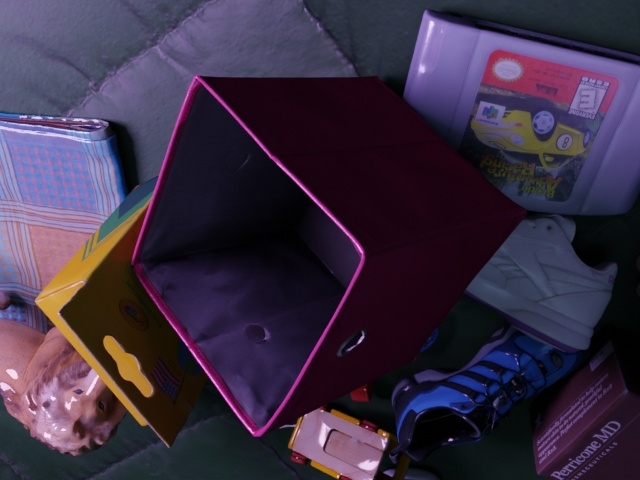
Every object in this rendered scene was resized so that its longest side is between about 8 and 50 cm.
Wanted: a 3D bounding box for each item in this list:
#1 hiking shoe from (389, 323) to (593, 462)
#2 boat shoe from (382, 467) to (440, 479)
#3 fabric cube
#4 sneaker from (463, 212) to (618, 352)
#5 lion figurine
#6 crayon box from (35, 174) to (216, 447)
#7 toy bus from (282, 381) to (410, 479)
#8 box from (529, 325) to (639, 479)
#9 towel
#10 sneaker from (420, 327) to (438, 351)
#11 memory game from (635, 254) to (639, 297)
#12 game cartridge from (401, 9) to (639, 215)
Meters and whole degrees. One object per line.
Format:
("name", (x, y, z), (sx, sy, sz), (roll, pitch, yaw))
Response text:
("hiking shoe", (0.235, 0.212, 0.943), (0.304, 0.132, 0.113), (-33, 109, 23))
("boat shoe", (0.084, 0.454, 1.153), (0.258, 0.084, 0.095), (-27, 112, 25))
("fabric cube", (0.000, 0.000, 0.729), (0.259, 0.258, 0.254), (48, 128, 26))
("sneaker", (0.220, 0.009, 0.861), (0.305, 0.114, 0.152), (30, 94, 0))
("lion figurine", (-0.431, 0.145, 0.939), (0.392, 0.240, 0.142), (16, 125, 2))
("crayon box", (-0.203, 0.072, 0.841), (0.081, 0.318, 0.202), (-21, 114, 23))
("toy bus", (0.040, 0.317, 1.064), (0.191, 0.202, 0.104), (-33, 140, 19))
("box", (0.504, 0.295, 0.941), (0.382, 0.143, 0.191), (27, 123, -3))
("towel", (-0.396, -0.006, 0.999), (0.272, 0.040, 0.370), (6, 122, 9))
("sneaker", (0.045, 0.108, 0.961), (0.232, 0.090, 0.081), (3, 123, -15))
("memory game", (0.489, 0.037, 0.860), (0.186, 0.012, 0.186), (5, 121, 9))
("game cartridge", (0.237, -0.132, 0.786), (0.294, 0.060, 0.196), (14, 127, 3))
